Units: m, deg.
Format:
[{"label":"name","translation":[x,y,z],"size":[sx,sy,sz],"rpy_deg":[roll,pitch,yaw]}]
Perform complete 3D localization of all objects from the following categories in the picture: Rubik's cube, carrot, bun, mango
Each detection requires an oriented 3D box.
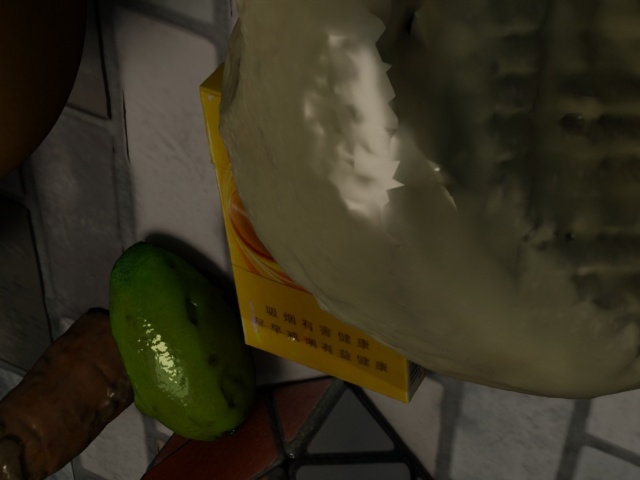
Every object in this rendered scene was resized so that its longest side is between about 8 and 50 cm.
[{"label":"Rubik's cube","translation":[-0.036,0.262,1.253],"size":[0.205,0.207,0.205],"rpy_deg":[-16,118,44]},{"label":"carrot","translation":[-0.262,0.172,1.293],"size":[0.102,0.263,0.102],"rpy_deg":[32,146,25]},{"label":"bun","translation":[0.102,-0.111,0.688],"size":[0.211,0.360,0.359],"rpy_deg":[27,151,57]},{"label":"mango","translation":[-0.120,0.086,1.216],"size":[0.119,0.100,0.178],"rpy_deg":[-2,117,52]}]

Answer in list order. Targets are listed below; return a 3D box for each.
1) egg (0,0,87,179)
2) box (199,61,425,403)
[{"label":"egg","translation":[-0.306,-0.182,0.932],"size":[0.351,0.282,0.283],"rpy_deg":[46,141,-10]},{"label":"box","translation":[0.000,0.000,1.081],"size":[0.152,0.043,0.269],"rpy_deg":[18,139,22]}]
